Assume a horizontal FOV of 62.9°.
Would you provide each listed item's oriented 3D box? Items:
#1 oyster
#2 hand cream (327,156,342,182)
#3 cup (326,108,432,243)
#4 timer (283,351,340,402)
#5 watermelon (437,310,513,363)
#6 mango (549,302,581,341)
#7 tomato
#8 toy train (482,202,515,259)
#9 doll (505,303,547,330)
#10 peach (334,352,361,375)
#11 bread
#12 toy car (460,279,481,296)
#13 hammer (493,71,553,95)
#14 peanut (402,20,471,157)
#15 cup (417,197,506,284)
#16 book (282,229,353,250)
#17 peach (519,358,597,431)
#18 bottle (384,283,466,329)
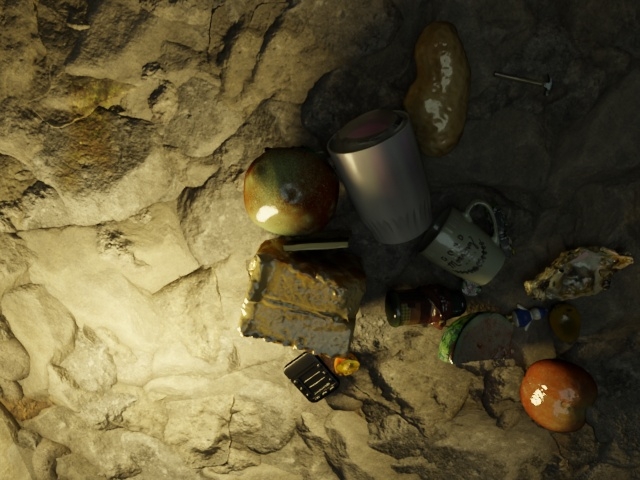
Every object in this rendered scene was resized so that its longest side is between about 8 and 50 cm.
[{"bbox_3d":[0.851,0.101,1.751,0.354,0.107,0.201,-11,129,-5],"label":"oyster"},{"bbox_3d":[0.089,-0.222,1.710,0.084,0.053,0.142,-25,91,12],"label":"hand cream"},{"bbox_3d":[0.192,-0.189,1.587,0.253,0.253,0.372,-19,119,10],"label":"cup"},{"bbox_3d":[-0.032,0.512,1.976,0.144,0.055,0.187,-38,99,13],"label":"timer"},{"bbox_3d":[0.512,0.345,1.778,0.305,0.180,0.224,1,130,-33],"label":"watermelon"},{"bbox_3d":[0.857,0.292,1.824,0.103,0.076,0.161,-26,114,6],"label":"mango"},{"bbox_3d":[-0.089,-0.140,1.602,0.303,0.303,0.239,12,73,0],"label":"tomato"},{"bbox_3d":[0.589,-0.029,1.726,0.060,0.081,0.202,-19,114,11],"label":"toy train"},{"bbox_3d":[0.723,0.264,1.832,0.142,0.057,0.099,-18,87,8],"label":"doll"},{"bbox_3d":[0.096,0.453,1.940,0.098,0.061,0.098,-4,131,-5],"label":"peach"},{"bbox_3d":[-0.055,0.166,1.687,0.371,0.390,0.279,16,102,0],"label":"bread"},{"bbox_3d":[0.525,0.120,1.794,0.069,0.055,0.142,17,96,-3],"label":"toy car"},{"bbox_3d":[0.617,-0.489,1.589,0.182,0.017,0.062,14,110,0],"label":"hammer"},{"bbox_3d":[0.341,-0.440,1.545,0.192,0.169,0.387,-1,107,-7],"label":"peanut"},{"bbox_3d":[0.478,-0.002,1.666,0.234,0.186,0.258,32,115,-1],"label":"cup"},{"bbox_3d":[0.000,0.000,1.662,0.201,0.289,0.026,-4,97,5],"label":"book"},{"bbox_3d":[0.826,0.536,1.834,0.252,0.252,0.253,1,110,3],"label":"peach"},{"bbox_3d":[0.365,0.229,1.789,0.271,0.143,0.156,-3,91,-9],"label":"bottle"}]
